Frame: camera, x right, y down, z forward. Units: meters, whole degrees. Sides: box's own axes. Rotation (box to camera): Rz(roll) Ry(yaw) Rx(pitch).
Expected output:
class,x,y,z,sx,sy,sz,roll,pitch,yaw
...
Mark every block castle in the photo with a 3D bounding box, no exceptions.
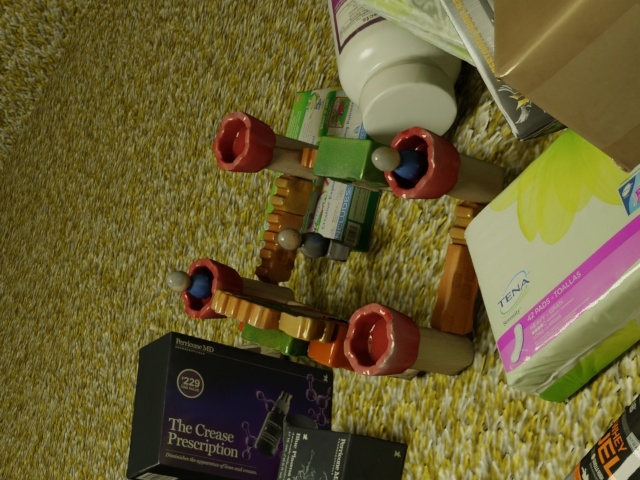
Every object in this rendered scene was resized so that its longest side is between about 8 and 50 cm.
class,x,y,z,sx,sy,sz,roll,pitch,yaw
block castle,0.000,0.000,1.616,0.453,0.213,0.303,12,89,51

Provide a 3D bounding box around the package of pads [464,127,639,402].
class,x,y,z,sx,sy,sz,roll,pitch,yaw
package of pads,0.286,-0.004,1.322,0.296,0.101,0.229,-47,38,36

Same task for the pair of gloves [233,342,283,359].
class,x,y,z,sx,sy,sz,roll,pitch,yaw
pair of gloves,-0.142,0.260,1.888,0.204,0.042,0.240,-16,46,30

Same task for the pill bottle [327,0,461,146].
class,x,y,z,sx,sy,sz,roll,pitch,yaw
pill bottle,0.101,-0.277,1.711,0.169,0.169,0.301,-45,40,39

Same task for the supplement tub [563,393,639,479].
class,x,y,z,sx,sy,sz,roll,pitch,yaw
supplement tub,0.311,0.211,1.153,0.190,0.117,0.117,-56,34,25

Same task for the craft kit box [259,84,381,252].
class,x,y,z,sx,sy,sz,roll,pitch,yaw
craft kit box,0.013,-0.108,1.885,0.246,0.061,0.250,4,79,57

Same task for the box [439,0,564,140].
class,x,y,z,sx,sy,sz,roll,pitch,yaw
box,0.207,-0.225,1.349,0.056,0.183,0.231,-30,86,27

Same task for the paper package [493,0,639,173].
class,x,y,z,sx,sy,sz,roll,pitch,yaw
paper package,0.324,-0.279,1.157,0.325,0.168,0.309,-46,20,34

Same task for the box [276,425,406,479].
class,x,y,z,sx,sy,sz,roll,pitch,yaw
box,0.018,0.325,1.609,0.158,0.093,0.156,-7,69,57

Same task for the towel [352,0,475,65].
class,x,y,z,sx,sy,sz,roll,pitch,yaw
towel,0.233,-0.389,1.490,0.320,0.090,0.374,32,105,27

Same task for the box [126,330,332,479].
class,x,y,z,sx,sy,sz,roll,pitch,yaw
box,-0.119,0.247,1.707,0.103,0.261,0.184,-33,48,48
